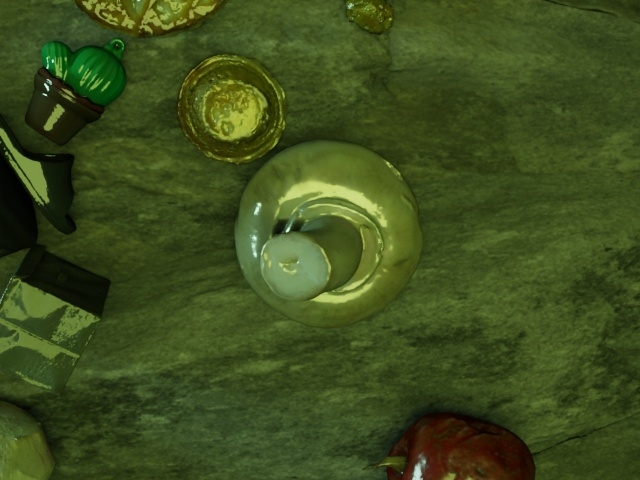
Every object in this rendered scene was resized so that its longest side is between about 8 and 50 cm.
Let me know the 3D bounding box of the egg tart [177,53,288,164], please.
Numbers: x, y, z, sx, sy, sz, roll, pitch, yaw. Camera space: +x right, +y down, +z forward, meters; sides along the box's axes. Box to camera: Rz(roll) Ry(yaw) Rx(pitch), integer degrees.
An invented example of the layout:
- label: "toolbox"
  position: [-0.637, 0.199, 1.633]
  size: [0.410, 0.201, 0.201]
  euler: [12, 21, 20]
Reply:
- label: "egg tart"
  position: [-0.146, -0.216, 1.836]
  size: [0.191, 0.074, 0.191]
  euler: [-1, 102, -4]

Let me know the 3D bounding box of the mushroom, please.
- label: "mushroom"
  position: [-0.011, 0.001, 1.812]
  size: [0.356, 0.315, 0.315]
  euler: [-24, 107, -37]

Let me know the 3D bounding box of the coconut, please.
- label: "coconut"
  position: [-0.565, 0.389, 1.851]
  size: [0.237, 0.197, 0.236]
  euler: [2, 99, 11]

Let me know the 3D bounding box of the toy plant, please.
- label: "toy plant"
  position: [-0.395, -0.255, 1.783]
  size: [0.143, 0.105, 0.200]
  euler: [33, 84, -11]

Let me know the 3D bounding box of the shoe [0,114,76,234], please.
- label: "shoe"
  position: [-0.445, -0.122, 1.790]
  size: [0.093, 0.108, 0.241]
  euler: [-34, 113, -7]

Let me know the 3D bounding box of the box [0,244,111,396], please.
- label: "box"
  position: [-0.442, 0.120, 1.788]
  size: [0.149, 0.231, 0.155]
  euler: [27, 97, -12]

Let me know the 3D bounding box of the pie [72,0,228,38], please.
- label: "pie"
  position: [-0.277, -0.470, 1.759]
  size: [0.315, 0.092, 0.315]
  euler: [0, 104, -2]

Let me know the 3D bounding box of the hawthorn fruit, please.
- label: "hawthorn fruit"
  position: [0.246, 0.422, 1.940]
  size: [0.258, 0.258, 0.262]
  euler: [-40, 86, 2]

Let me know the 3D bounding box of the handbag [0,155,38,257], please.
- label: "handbag"
  position: [-0.618, -0.067, 1.715]
  size: [0.275, 0.302, 0.178]
  euler: [-16, 63, 1]

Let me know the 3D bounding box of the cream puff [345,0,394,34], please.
- label: "cream puff"
  position: [0.082, -0.380, 1.831]
  size: [0.083, 0.058, 0.083]
  euler: [8, 143, 16]
